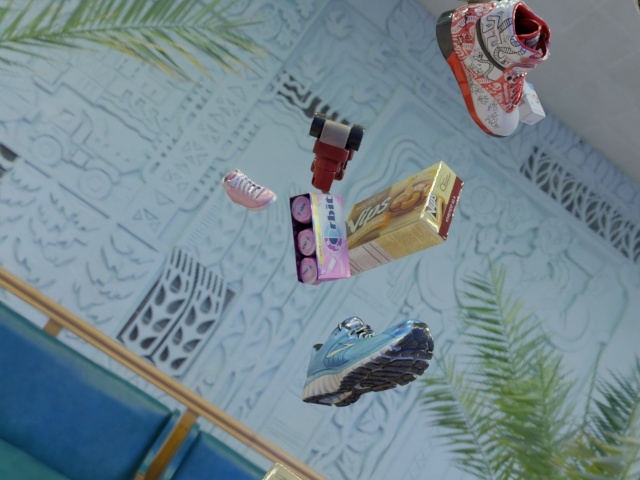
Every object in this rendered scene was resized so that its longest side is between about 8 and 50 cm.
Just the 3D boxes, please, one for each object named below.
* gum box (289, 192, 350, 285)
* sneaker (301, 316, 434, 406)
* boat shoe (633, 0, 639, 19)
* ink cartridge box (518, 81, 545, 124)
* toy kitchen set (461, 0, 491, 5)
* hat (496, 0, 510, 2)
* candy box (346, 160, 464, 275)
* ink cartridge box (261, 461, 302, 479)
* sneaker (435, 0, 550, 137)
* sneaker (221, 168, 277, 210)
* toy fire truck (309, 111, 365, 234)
[{"bbox_3d":[0.000,0.000,1.243,0.062,0.189,0.107,-11,-8,39],"label":"gum box"},{"bbox_3d":[0.033,0.097,0.532,0.063,0.073,0.162,18,-35,-32],"label":"sneaker"},{"bbox_3d":[0.852,-0.554,1.463,0.254,0.095,0.079,29,23,-47],"label":"boat shoe"},{"bbox_3d":[0.632,-0.425,1.823,0.088,0.123,0.052,1,-22,-44],"label":"ink cartridge box"},{"bbox_3d":[0.362,-0.561,1.353,0.083,0.068,0.075,1,-12,-15],"label":"toy kitchen set"},{"bbox_3d":[0.486,-0.773,1.667,0.183,0.209,0.173,45,19,23],"label":"hat"},{"bbox_3d":[0.173,-0.044,1.391,0.087,0.183,0.316,40,-36,-19],"label":"candy box"},{"bbox_3d":[-0.033,0.486,0.885,0.234,0.193,0.088,32,-46,14],"label":"ink cartridge box"},{"bbox_3d":[0.304,-0.266,0.953,0.144,0.090,0.270,4,-32,44],"label":"sneaker"},{"bbox_3d":[-0.149,-0.102,1.182,0.134,0.051,0.070,15,-34,44],"label":"sneaker"},{"bbox_3d":[0.033,-0.159,1.401,0.158,0.247,0.217,18,11,0],"label":"toy fire truck"}]
